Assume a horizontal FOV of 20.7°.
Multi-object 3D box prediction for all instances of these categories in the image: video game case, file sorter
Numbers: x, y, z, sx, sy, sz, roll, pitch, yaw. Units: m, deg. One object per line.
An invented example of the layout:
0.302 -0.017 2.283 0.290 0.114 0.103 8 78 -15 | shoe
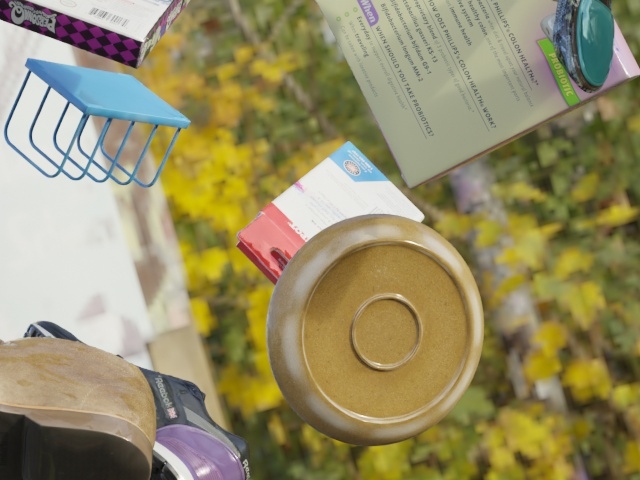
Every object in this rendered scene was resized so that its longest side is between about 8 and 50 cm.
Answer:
-0.262 -0.276 1.847 0.232 0.042 0.210 20 34 3 | video game case
-0.264 -0.131 2.040 0.118 0.104 0.170 37 19 33 | file sorter

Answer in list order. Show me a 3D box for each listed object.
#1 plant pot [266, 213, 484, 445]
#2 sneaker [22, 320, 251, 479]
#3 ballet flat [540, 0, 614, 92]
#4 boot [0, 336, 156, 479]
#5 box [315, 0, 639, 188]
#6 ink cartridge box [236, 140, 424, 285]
0.062 0.091 1.756 0.236 0.236 0.032 -16 7 -18 | plant pot
-0.189 0.177 1.801 0.124 0.283 0.107 -24 -35 -42 | sneaker
0.230 -0.212 1.572 0.070 0.188 0.070 9 -23 4 | ballet flat
-0.281 0.125 1.403 0.305 0.112 0.115 14 36 -7 | boot
0.157 -0.201 1.726 0.243 0.213 0.117 -27 -2 18 | box
0.000 0.000 2.043 0.231 0.134 0.078 -40 -7 -41 | ink cartridge box
